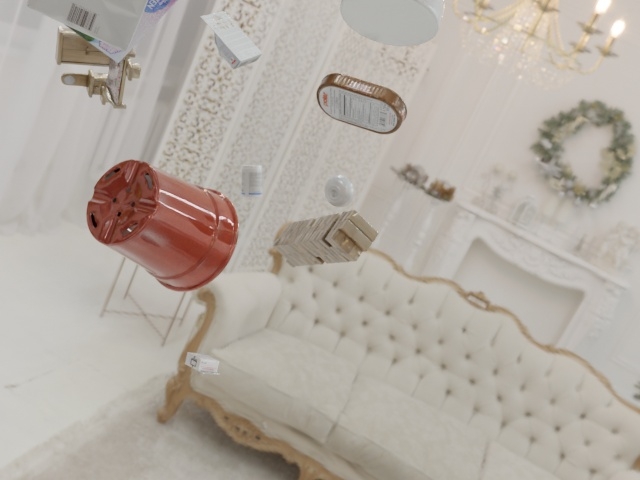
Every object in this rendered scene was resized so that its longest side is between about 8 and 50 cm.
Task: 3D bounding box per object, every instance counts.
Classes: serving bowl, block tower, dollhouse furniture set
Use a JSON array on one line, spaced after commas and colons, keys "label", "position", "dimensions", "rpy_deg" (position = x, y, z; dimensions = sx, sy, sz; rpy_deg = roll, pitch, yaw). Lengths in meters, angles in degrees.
[{"label": "serving bowl", "position": [0.041, -0.123, 1.713], "dimensions": [0.083, 0.083, 0.027], "rpy_deg": [31, 30, 23]}, {"label": "block tower", "position": [0.000, 0.000, 1.731], "dimensions": [0.097, 0.091, 0.335], "rpy_deg": [44, -25, -19]}, {"label": "dollhouse furniture set", "position": [-0.705, -0.506, 2.111], "dimensions": [0.173, 0.303, 0.356], "rpy_deg": [-4, 45, -30]}]

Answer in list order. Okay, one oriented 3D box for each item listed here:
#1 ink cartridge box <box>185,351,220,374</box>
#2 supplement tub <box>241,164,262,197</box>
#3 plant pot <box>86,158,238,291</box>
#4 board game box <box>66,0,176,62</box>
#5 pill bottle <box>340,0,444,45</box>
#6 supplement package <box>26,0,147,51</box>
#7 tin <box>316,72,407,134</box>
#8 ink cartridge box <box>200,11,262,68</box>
[{"label": "ink cartridge box", "position": [-0.255, 0.269, 1.485], "dimensions": [0.048, 0.028, 0.083], "rpy_deg": [14, -3, -37]}, {"label": "supplement tub", "position": [-0.228, -0.196, 2.254], "dimensions": [0.071, 0.107, 0.071], "rpy_deg": [3, 8, 0]}, {"label": "plant pot", "position": [-0.374, -0.044, 1.572], "dimensions": [0.272, 0.272, 0.265], "rpy_deg": [34, -1, 32]}, {"label": "board game box", "position": [-0.554, -0.655, 1.723], "dimensions": [0.318, 0.318, 0.066], "rpy_deg": [33, 39, -32]}, {"label": "pill bottle", "position": [0.122, -0.413, 0.895], "dimensions": [0.162, 0.279, 0.162], "rpy_deg": [14, -10, 3]}, {"label": "supplement package", "position": [-0.443, -0.544, 1.380], "dimensions": [0.199, 0.198, 0.263], "rpy_deg": [22, 23, -21]}, {"label": "tin", "position": [0.080, -0.274, 1.366], "dimensions": [0.189, 0.106, 0.040], "rpy_deg": [20, 55, 15]}, {"label": "ink cartridge box", "position": [-0.279, -0.609, 2.064], "dimensions": [0.179, 0.045, 0.145], "rpy_deg": [46, 33, -1]}]
